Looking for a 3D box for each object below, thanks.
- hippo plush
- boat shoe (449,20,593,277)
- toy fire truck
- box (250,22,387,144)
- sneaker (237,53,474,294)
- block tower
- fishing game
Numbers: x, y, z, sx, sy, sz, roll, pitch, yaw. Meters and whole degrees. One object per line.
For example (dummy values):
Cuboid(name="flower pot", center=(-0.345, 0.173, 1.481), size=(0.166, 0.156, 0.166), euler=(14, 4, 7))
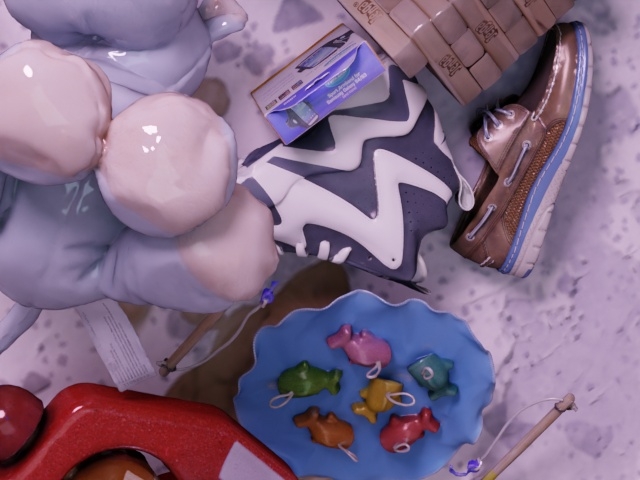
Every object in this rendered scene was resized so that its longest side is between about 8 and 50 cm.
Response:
Cuboid(name="hippo plush", center=(-0.112, -0.080, 1.200), size=(0.234, 0.236, 0.294), euler=(8, 147, 19))
Cuboid(name="boat shoe", center=(0.136, -0.066, 1.343), size=(0.066, 0.066, 0.183), euler=(13, 101, -9))
Cuboid(name="toy fire truck", center=(-0.167, 0.225, 1.292), size=(0.254, 0.169, 0.302), euler=(41, 90, -25))
Cuboid(name="box", center=(-0.002, -0.102, 1.279), size=(0.081, 0.136, 0.028), euler=(-37, 105, 2))
Cuboid(name="sneaker", center=(0.000, 0.000, 1.325), size=(0.235, 0.094, 0.153), euler=(-39, 101, -3))
Cuboid(name="block tower", center=(0.166, -0.234, 1.278), size=(0.335, 0.091, 0.097), euler=(-42, 140, 2))
Cuboid(name="fishing game", center=(0.028, 0.112, 1.347), size=(0.264, 0.041, 0.189), euler=(30, 124, -23))
